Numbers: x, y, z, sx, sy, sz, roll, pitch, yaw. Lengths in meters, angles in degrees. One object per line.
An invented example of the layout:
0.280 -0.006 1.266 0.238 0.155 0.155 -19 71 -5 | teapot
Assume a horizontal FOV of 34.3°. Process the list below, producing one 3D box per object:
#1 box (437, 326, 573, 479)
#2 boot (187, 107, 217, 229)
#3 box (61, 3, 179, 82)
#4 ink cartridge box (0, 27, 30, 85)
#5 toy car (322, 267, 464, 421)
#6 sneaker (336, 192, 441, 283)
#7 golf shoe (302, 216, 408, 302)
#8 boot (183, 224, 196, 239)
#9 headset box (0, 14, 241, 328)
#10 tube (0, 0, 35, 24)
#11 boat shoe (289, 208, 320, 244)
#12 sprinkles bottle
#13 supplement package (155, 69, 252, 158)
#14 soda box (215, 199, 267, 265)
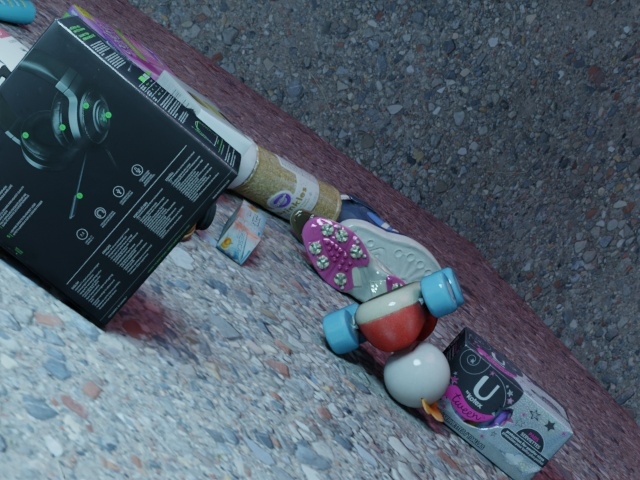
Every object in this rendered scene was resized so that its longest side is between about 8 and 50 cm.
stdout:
0.315 0.295 1.876 0.247 0.142 0.163 39 11 1 | box
-0.297 -0.132 1.761 0.207 0.094 0.246 1 64 -36 | boot
-0.419 -0.351 2.174 0.243 0.117 0.213 24 18 -51 | box
-0.436 -0.195 1.497 0.283 0.117 0.207 36 11 -10 | ink cartridge box
0.157 0.196 1.768 0.210 0.219 0.238 -8 77 -76 | toy car
0.147 -0.006 2.564 0.323 0.130 0.236 28 18 -22 | sneaker
0.076 0.066 2.165 0.306 0.115 0.140 44 0 -8 | golf shoe
-0.220 -0.082 1.641 0.073 0.152 0.197 43 12 20 | boot
-0.277 -0.089 1.211 0.283 0.246 0.131 39 9 -12 | headset box
-0.656 -0.469 2.090 0.080 0.052 0.207 31 16 13 | tube
0.000 0.000 2.282 0.190 0.068 0.072 45 -4 -18 | boat shoe
-0.101 -0.126 2.277 0.355 0.121 0.121 26 16 -47 | sprinkles bottle
-0.260 -0.213 2.046 0.139 0.134 0.244 32 9 -36 | supplement package
-0.140 -0.017 1.871 0.058 0.063 0.183 38 12 -8 | soda box
